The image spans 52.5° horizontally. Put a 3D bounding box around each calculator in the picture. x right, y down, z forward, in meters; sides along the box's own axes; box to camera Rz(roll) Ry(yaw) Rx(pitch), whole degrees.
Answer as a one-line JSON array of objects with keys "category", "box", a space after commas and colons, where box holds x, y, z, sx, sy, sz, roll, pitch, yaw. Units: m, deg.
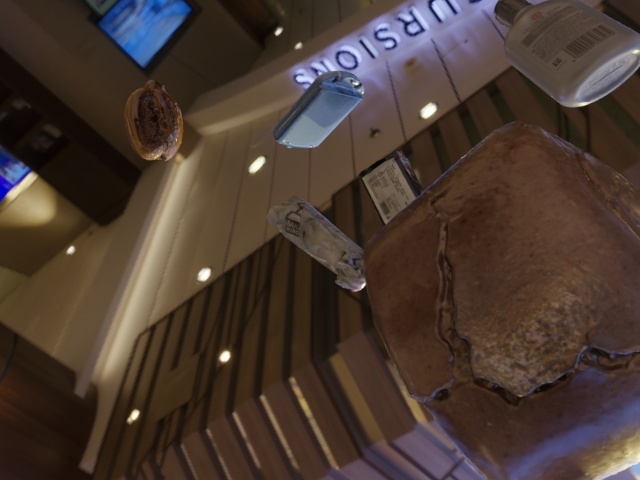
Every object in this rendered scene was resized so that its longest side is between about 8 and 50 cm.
[{"category": "calculator", "box": [-0.005, -0.247, 1.262, 0.210, 0.121, 0.039, -43, -121, 37]}]

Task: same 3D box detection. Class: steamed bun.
[{"category": "steamed bun", "box": [0.178, 0.068, 0.550, 0.251, 0.301, 0.199, -38, 173, 30]}]

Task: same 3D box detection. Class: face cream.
[{"category": "face cream", "box": [0.360, -0.314, 1.010, 0.144, 0.071, 0.291, -36, -139, 8]}]

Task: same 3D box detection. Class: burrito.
[{"category": "burrito", "box": [-0.001, 0.000, 0.912, 0.064, 0.064, 0.203, -47, -124, -2]}]

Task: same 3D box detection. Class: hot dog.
[{"category": "hot dog", "box": [-0.265, -0.191, 1.024, 0.089, 0.140, 0.060, -11, 175, -25]}]

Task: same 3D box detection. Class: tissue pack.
[{"category": "tissue pack", "box": [0.154, -0.078, 1.260, 0.103, 0.090, 0.170, -34, -114, 22]}]
